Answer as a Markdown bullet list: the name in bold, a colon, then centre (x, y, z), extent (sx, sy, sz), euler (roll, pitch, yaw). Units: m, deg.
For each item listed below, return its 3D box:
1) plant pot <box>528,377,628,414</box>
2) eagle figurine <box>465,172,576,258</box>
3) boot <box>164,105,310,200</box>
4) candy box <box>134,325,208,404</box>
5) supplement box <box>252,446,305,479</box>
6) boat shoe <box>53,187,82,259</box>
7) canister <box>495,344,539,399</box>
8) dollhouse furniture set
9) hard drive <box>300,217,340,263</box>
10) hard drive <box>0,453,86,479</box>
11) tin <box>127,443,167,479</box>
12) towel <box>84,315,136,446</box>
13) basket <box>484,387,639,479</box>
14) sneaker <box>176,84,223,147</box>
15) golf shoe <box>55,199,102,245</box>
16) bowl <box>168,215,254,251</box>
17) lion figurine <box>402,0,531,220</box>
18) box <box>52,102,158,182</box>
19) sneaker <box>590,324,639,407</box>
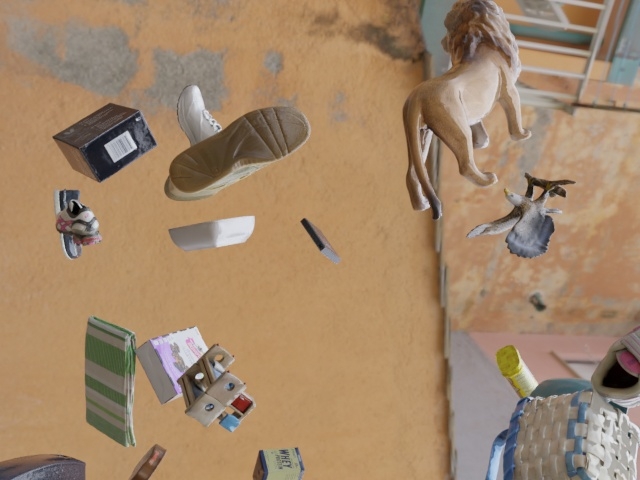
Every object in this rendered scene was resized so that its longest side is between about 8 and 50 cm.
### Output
- **plant pot**: centre (0.693, 0.502, 1.788), extent (0.195, 0.290, 0.290), euler (33, -57, 43)
- **eagle figurine**: centre (0.631, -0.075, 2.000), extent (0.298, 0.225, 0.226), euler (-57, 173, -7)
- **boot**: centre (-0.158, -0.149, 1.148), extent (0.095, 0.262, 0.203), euler (61, -18, -5)
- **candy box**: centre (-0.384, 0.335, 1.729), extent (0.070, 0.196, 0.164), euler (-36, -102, 24)
- **supplement box**: centre (-0.085, 0.468, 1.278), extent (0.056, 0.083, 0.083), euler (-116, -145, -52)
- **boat shoe**: centre (-0.720, -0.046, 1.854), extent (0.095, 0.079, 0.254), euler (-109, -161, -51)
- **canister**: centre (0.636, 0.436, 2.025), extent (0.170, 0.073, 0.126), euler (53, 18, -18)
- **dollhouse furniture set**: centre (-0.204, 0.351, 1.430), extent (0.129, 0.184, 0.129), euler (-45, -150, 1)
- **hard drive**: centre (0.000, 0.000, 1.824), extent (0.022, 0.094, 0.135), euler (-41, -129, 9)
- **hard drive**: centre (-0.388, 0.381, 0.861), extent (0.254, 0.054, 0.171), euler (73, 11, -76)
- **tin**: centre (-0.432, 0.562, 1.550), extent (0.189, 0.040, 0.106), euler (-49, -177, 43)
- **towel**: centre (-0.586, 0.387, 1.765), extent (0.248, 0.038, 0.324), euler (10, -78, 42)
- **basket**: centre (0.387, 0.400, 1.087), extent (0.289, 0.201, 0.254), euler (-35, -165, 44)
- **sneaker**: centre (-0.340, -0.322, 1.907), extent (0.111, 0.130, 0.296), euler (-39, 119, -64)
- **golf shoe**: centre (-0.509, -0.048, 1.332), extent (0.186, 0.068, 0.085), euler (18, -64, 49)
- **bowl**: centre (-0.213, -0.012, 1.268), extent (0.142, 0.142, 0.053), euler (-7, -87, 33)
- **lion figurine**: centre (0.219, -0.222, 0.993), extent (0.392, 0.142, 0.240), euler (-50, 126, -45)
- **box**: centre (-0.469, -0.217, 1.383), extent (0.158, 0.156, 0.093), euler (23, -36, 45)
- **sneaker**: centre (0.547, 0.188, 1.042), extent (0.103, 0.111, 0.252), euler (52, -57, 37)
